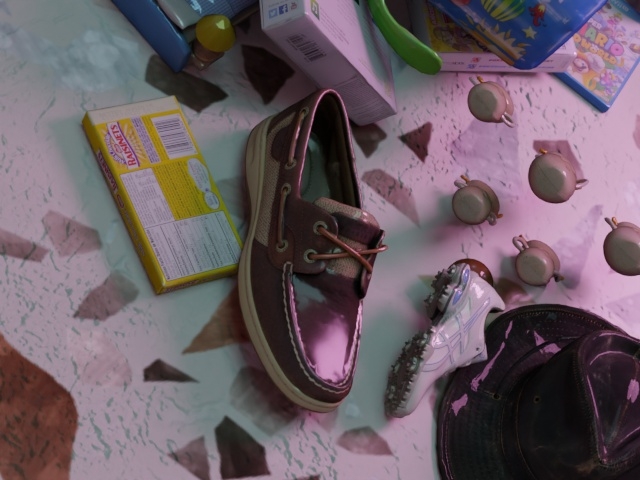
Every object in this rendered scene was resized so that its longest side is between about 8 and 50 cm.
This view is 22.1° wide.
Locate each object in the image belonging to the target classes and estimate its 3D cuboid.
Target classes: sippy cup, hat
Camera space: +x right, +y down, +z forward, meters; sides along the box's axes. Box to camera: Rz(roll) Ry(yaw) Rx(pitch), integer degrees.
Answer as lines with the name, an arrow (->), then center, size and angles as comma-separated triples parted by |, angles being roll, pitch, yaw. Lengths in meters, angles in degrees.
sippy cup -> 0.209, -0.317, 1.820 | 0.224, 0.305, 0.240 | 46, 18, -2
hat -> 0.288, 0.191, 1.678 | 0.331, 0.134, 0.331 | 12, 59, -20

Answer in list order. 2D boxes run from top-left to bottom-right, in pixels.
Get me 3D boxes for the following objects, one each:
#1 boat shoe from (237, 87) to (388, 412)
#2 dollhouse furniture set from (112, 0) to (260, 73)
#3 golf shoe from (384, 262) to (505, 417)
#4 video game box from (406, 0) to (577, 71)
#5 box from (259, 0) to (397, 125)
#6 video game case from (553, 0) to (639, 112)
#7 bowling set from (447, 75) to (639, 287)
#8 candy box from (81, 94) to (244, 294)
boat shoe -> 0.000, 0.000, 1.642 | 0.123, 0.123, 0.342 | 21, 52, -33
dollhouse furniture set -> -0.105, -0.381, 1.757 | 0.286, 0.198, 0.303 | -35, 82, -29
golf shoe -> 0.131, 0.113, 1.673 | 0.086, 0.069, 0.176 | 33, 75, -14
video game box -> 0.192, -0.294, 1.946 | 0.187, 0.048, 0.205 | 0, 63, -20
box -> -0.001, -0.315, 1.789 | 0.232, 0.058, 0.322 | 41, 39, -55
video game case -> 0.337, -0.245, 2.014 | 0.119, 0.015, 0.166 | 38, 54, -1
bowling set -> 0.205, -0.025, 1.778 | 0.287, 0.200, 0.154 | 50, 13, 3
candy box -> -0.157, -0.049, 1.668 | 0.105, 0.027, 0.206 | -15, 70, -30
